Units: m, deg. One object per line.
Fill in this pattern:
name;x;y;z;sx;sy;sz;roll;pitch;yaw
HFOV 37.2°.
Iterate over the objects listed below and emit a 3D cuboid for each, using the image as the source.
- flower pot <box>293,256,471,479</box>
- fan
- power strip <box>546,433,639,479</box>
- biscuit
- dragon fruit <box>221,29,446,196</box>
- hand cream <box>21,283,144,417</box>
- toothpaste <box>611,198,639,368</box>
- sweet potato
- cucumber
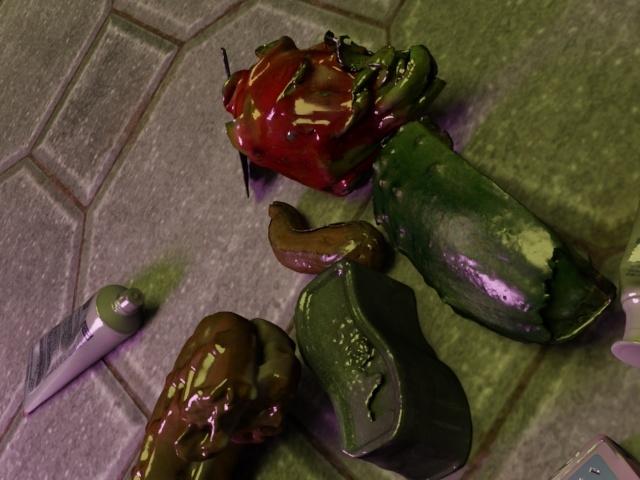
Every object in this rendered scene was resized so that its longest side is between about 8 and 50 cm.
flower pot;0.059;0.132;0.967;0.103;0.108;0.229;-45;42;21
fan;-0.111;-0.163;1.260;0.009;0.220;0.132;-8;45;-1
power strip;0.185;0.286;0.801;0.279;0.037;0.109;-49;42;15
biscuit;-0.133;0.241;1.041;0.268;0.115;0.366;-112;45;-71
dragon fruit;0.008;-0.173;1.121;0.269;0.198;0.200;-44;76;35
hand cream;-0.368;0.157;1.447;0.341;0.078;0.124;-36;47;38
toothpaste;0.315;-0.017;0.831;0.096;0.061;0.266;-1;61;48
sweet potato;-0.004;0.004;1.144;0.233;0.062;0.081;16;67;53
cucumber;0.143;-0.006;0.930;0.145;0.105;0.325;-55;34;10
